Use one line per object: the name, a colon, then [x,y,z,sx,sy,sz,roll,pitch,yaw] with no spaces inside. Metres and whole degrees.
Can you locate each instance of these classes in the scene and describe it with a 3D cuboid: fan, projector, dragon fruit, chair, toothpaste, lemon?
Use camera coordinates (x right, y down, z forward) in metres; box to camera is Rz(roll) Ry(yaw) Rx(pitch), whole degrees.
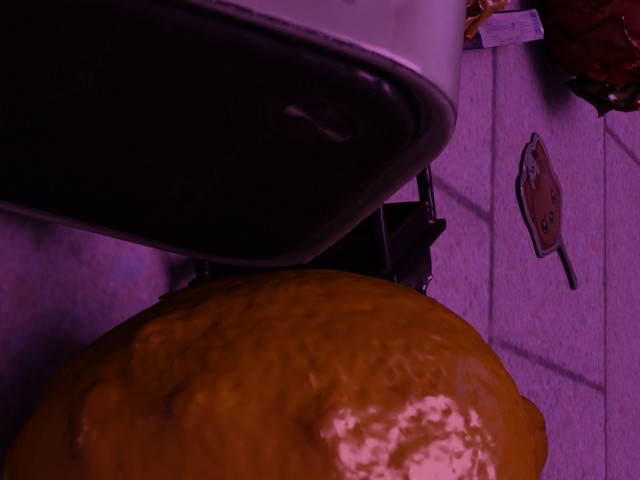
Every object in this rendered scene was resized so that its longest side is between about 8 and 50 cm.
fan: [0.282,-0.022,1.413,0.220,0.009,0.132,63,37,-31]
projector: [-0.072,-0.154,0.551,0.249,0.248,0.249,15,67,-17]
dragon fruit: [0.388,-0.301,1.412,0.244,0.244,0.298,-41,138,-54]
chair: [0.000,0.000,0.778,0.141,0.155,0.260,-40,125,-63]
toothpaste: [0.188,-0.227,1.251,0.196,0.047,0.040,-23,108,-58]
lemon: [-0.022,0.139,0.613,0.284,0.260,0.260,-37,124,-13]

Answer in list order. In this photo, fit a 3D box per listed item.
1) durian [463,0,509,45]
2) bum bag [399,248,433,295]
durian: [0.096,-0.202,0.957,0.305,0.196,0.185,-40,112,-52]
bum bag: [0.041,0.163,0.877,0.144,0.095,0.340,-8,88,-20]
